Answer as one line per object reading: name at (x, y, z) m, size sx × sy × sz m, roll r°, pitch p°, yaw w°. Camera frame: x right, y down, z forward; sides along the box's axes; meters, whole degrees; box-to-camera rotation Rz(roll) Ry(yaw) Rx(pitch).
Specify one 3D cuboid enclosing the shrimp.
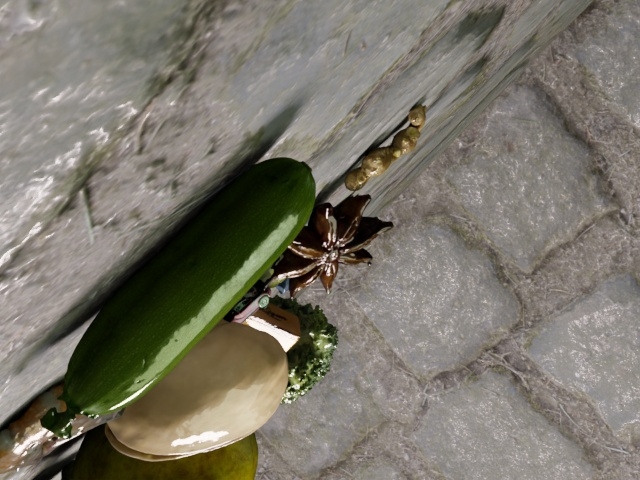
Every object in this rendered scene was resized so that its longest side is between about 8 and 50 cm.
shrimp at (-0.340, 0.243, 1.134) m, size 0.164 × 0.062 × 0.317 m, roll -40°, pitch 171°, yaw 4°

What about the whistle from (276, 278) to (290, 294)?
whistle at (-0.028, 0.038, 1.964) m, size 0.062 × 0.062 × 0.304 m, roll -48°, pitch 175°, yaw 38°

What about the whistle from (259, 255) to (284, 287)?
whistle at (-0.087, 0.054, 1.698) m, size 0.198 × 0.057 × 0.104 m, roll -38°, pitch -175°, yaw 39°

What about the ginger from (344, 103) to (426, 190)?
ginger at (0.133, -0.167, 1.573) m, size 0.193 × 0.052 × 0.176 m, roll -47°, pitch 169°, yaw 19°

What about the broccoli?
broccoli at (-0.117, 0.240, 1.925) m, size 0.288 × 0.260 × 0.235 m, roll -41°, pitch -171°, yaw -12°

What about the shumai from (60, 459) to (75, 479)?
shumai at (-0.476, 0.529, 1.705) m, size 0.272 × 0.222 × 0.203 m, roll -11°, pitch -144°, yaw 51°

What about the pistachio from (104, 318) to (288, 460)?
pistachio at (-0.200, 0.243, 1.399) m, size 0.318 × 0.214 × 0.193 m, roll -29°, pitch 171°, yaw -24°

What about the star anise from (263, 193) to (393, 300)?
star anise at (0.000, 0.000, 1.582) m, size 0.272 × 0.102 × 0.272 m, roll -21°, pitch 144°, yaw -16°

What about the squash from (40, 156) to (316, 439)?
squash at (-0.145, 0.056, 0.889) m, size 0.378 × 0.101 × 0.101 m, roll -48°, pitch 176°, yaw -4°

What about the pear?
pear at (-0.287, 0.427, 1.580) m, size 0.352 × 0.352 × 0.413 m, roll -46°, pitch 177°, yaw 22°

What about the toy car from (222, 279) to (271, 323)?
toy car at (-0.156, 0.120, 1.594) m, size 0.142 × 0.069 × 0.055 m, roll -43°, pitch 136°, yaw -18°

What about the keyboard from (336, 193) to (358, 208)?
keyboard at (0.016, -0.047, 1.875) m, size 0.196 × 0.015 × 0.074 m, roll -40°, pitch 170°, yaw -46°

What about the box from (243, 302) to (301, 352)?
box at (-0.171, 0.217, 1.741) m, size 0.237 × 0.152 × 0.070 m, roll -45°, pitch -149°, yaw 29°
